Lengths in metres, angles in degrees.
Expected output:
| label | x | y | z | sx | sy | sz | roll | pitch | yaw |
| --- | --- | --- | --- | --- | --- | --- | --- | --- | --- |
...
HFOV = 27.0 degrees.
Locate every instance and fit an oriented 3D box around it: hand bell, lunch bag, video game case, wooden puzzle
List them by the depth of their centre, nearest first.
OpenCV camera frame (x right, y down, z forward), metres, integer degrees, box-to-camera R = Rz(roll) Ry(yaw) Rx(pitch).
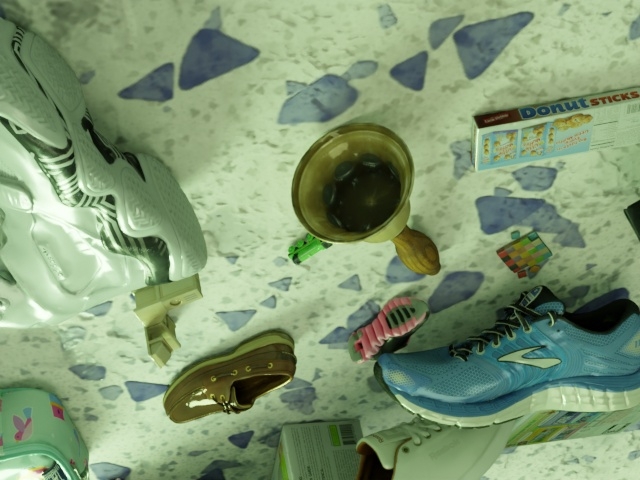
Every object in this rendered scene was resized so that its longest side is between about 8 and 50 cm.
| label | x | y | z | sx | sy | sz | roll | pitch | yaw |
| --- | --- | --- | --- | --- | --- | --- | --- | --- | --- |
| hand bell | 0.075 | -0.014 | 1.365 | 0.126 | 0.126 | 0.242 | -26 | 151 | 13 |
| wooden puzzle | 0.229 | 0.015 | 1.491 | 0.049 | 0.006 | 0.083 | -29 | 137 | 17 |
| lunch bag | -0.401 | 0.284 | 1.534 | 0.279 | 0.108 | 0.224 | -13 | 139 | -1 |
| video game case | 0.326 | 0.221 | 1.686 | 0.193 | 0.023 | 0.212 | -6 | 160 | -11 |

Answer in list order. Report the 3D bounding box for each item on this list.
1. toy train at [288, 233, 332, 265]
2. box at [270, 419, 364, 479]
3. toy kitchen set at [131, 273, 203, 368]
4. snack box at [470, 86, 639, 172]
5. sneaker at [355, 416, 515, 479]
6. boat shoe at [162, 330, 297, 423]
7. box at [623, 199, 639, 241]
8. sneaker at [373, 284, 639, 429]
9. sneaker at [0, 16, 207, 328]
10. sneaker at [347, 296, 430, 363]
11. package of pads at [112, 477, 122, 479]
| label | x | y | z | sx | sy | sz | roll | pitch | yaw |
| --- | --- | --- | --- | --- | --- | --- | --- | --- | --- |
| toy train | 0.000 | 0.000 | 1.394 | 0.083 | 0.024 | 0.017 | -34 | 136 | 21 |
| box | -0.004 | 0.335 | 1.704 | 0.103 | 0.114 | 0.203 | -2 | 139 | -14 |
| toy kitchen set | -0.150 | 0.088 | 1.416 | 0.075 | 0.068 | 0.083 | -21 | 139 | 7 |
| snack box | 0.240 | -0.111 | 1.339 | 0.178 | 0.022 | 0.064 | -10 | 140 | -5 |
| sneaker | 0.125 | 0.244 | 1.578 | 0.290 | 0.106 | 0.123 | -49 | 115 | -20 |
| boat shoe | -0.105 | 0.167 | 1.525 | 0.178 | 0.060 | 0.064 | -29 | 137 | 16 |
| box | 0.471 | -0.056 | 1.388 | 0.270 | 0.060 | 0.216 | -32 | 158 | 20 |
| sneaker | 0.219 | 0.121 | 1.529 | 0.330 | 0.130 | 0.147 | -6 | 108 | -13 |
| sneaker | -0.271 | -0.037 | 1.185 | 0.210 | 0.137 | 0.366 | -28 | 141 | 12 |
| sneaker | 0.087 | 0.104 | 1.528 | 0.057 | 0.047 | 0.119 | 17 | 138 | -41 |
| package of pads | -0.254 | 0.339 | 1.697 | 0.050 | 0.032 | 0.083 | -24 | 138 | 9 |
